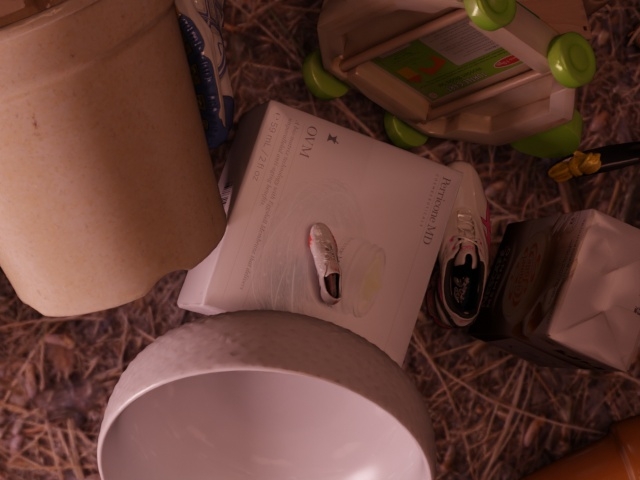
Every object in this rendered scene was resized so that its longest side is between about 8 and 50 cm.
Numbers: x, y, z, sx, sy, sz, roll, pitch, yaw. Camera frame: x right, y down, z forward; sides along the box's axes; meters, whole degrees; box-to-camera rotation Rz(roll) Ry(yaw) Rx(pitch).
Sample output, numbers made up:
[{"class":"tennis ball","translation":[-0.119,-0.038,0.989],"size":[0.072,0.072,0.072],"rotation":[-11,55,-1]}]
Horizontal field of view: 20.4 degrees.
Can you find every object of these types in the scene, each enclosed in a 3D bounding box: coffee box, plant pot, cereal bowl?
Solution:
[{"class":"coffee box","translation":[0.256,0.055,1.872],"size":[0.098,0.246,0.141],"rotation":[23,81,-11]},{"class":"plant pot","translation":[-0.244,-0.107,1.722],"size":[0.333,0.334,0.305],"rotation":[-26,113,-14]},{"class":"plant pot","translation":[0.300,0.303,1.911],"size":[0.188,0.205,0.205],"rotation":[-14,91,1]},{"class":"cereal bowl","translation":[-0.049,0.184,1.780],"size":[0.339,0.339,0.141],"rotation":[19,45,-13]}]

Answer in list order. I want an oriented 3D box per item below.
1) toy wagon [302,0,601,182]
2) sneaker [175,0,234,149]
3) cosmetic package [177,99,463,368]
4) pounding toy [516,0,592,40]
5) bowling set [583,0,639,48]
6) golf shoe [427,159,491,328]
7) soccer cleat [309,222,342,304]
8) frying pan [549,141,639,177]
[{"class":"toy wagon","translation":[0.158,-0.166,1.844],"size":[0.344,0.267,0.068],"rotation":[29,60,-31]},{"class":"sneaker","translation":[-0.131,-0.245,1.857],"size":[0.131,0.112,0.296],"rotation":[-32,114,-44]},{"class":"cosmetic package","translation":[0.000,0.000,1.866],"size":[0.224,0.138,0.224],"rotation":[20,83,-14]},{"class":"pounding toy","translation":[0.210,-0.212,1.919],"size":[0.130,0.141,0.100],"rotation":[-6,78,-36]},{"class":"bowling set","translation":[0.398,-0.312,2.000],"size":[0.287,0.154,0.200],"rotation":[14,66,-12]},{"class":"golf shoe","translation":[0.158,0.003,1.933],"size":[0.067,0.086,0.186],"rotation":[2,84,-14]},{"class":"soccer cleat","translation":[0.008,0.023,1.776],"size":[0.029,0.035,0.083],"rotation":[-8,90,-15]},{"class":"frying pan","translation":[0.443,-0.094,1.989],"size":[0.326,0.053,0.197],"rotation":[-33,56,-13]}]
